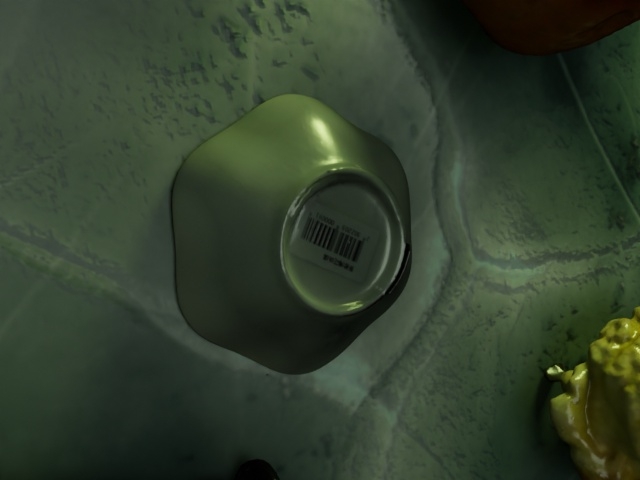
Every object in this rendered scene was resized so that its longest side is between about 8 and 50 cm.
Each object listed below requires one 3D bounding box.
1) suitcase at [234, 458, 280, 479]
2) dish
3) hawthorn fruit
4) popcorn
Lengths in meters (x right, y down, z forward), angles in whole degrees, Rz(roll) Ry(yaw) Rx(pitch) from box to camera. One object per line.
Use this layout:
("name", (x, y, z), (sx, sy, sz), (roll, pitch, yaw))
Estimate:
("suitcase", (-0.159, 0.288, 0.376), (0.345, 0.188, 0.339), (11, 95, -33))
("dish", (0.000, 0.000, 0.492), (0.191, 0.066, 0.190), (-3, 96, -31))
("hawthorn fruit", (0.198, -0.213, 0.462), (0.165, 0.285, 0.165), (4, 83, -30))
("popcorn", (0.277, 0.140, 0.627), (0.180, 0.170, 0.180), (-15, 110, -47))
